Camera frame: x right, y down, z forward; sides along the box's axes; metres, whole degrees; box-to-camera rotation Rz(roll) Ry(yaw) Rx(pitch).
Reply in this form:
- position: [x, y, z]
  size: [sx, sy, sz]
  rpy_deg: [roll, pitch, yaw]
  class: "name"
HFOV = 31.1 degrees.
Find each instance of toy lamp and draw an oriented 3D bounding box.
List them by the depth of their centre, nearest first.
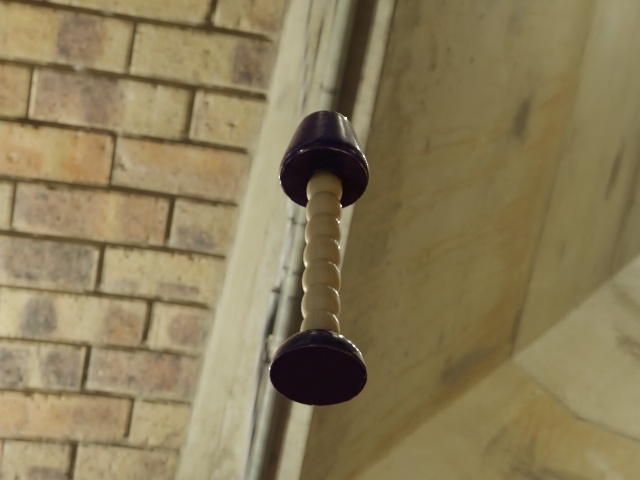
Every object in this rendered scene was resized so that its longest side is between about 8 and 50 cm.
- position: [0.000, 0.000, 0.906]
  size: [0.080, 0.080, 0.274]
  rpy_deg: [10, -136, -5]
  class: "toy lamp"
